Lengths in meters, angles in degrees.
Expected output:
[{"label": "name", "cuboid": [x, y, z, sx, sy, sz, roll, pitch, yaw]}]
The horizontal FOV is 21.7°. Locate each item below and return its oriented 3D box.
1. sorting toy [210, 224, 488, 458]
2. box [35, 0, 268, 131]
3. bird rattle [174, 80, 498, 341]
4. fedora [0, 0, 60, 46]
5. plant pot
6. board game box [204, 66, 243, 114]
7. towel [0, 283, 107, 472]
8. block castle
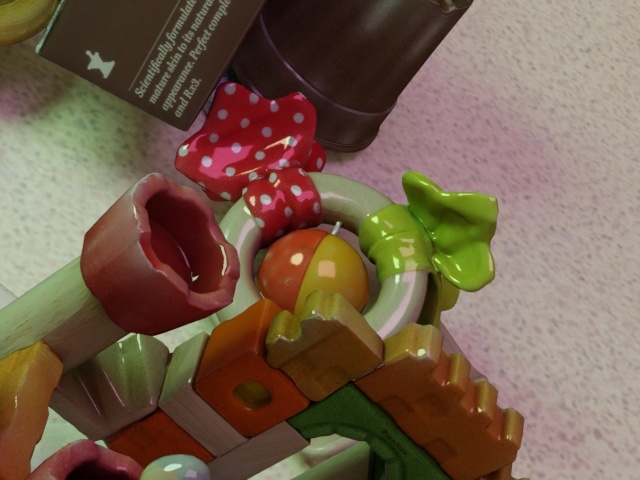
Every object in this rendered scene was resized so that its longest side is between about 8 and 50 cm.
[{"label": "sorting toy", "cuboid": [0.005, 0.066, 1.299, 0.193, 0.038, 0.208, -18, 61, -41]}, {"label": "box", "cuboid": [-0.092, -0.274, 1.348, 0.143, 0.191, 0.381, 29, 32, -10]}, {"label": "bird rattle", "cuboid": [0.000, 0.000, 1.243, 0.253, 0.143, 0.207, 26, 58, -2]}, {"label": "fedora", "cuboid": [-0.299, -0.207, 1.297, 0.194, 0.079, 0.194, 17, 47, -19]}, {"label": "plant pot", "cuboid": [0.032, -0.189, 1.408, 0.167, 0.165, 0.167, 27, 38, -24]}, {"label": "board game box", "cuboid": [-0.066, -0.134, 1.427, 0.090, 0.020, 0.090, -8, 59, -36]}, {"label": "towel", "cuboid": [-0.274, 0.091, 1.018, 0.331, 0.053, 0.317, 35, 27, 4]}, {"label": "block castle", "cuboid": [0.003, 0.200, 0.938, 0.453, 0.213, 0.303, 44, 30, -25]}]
